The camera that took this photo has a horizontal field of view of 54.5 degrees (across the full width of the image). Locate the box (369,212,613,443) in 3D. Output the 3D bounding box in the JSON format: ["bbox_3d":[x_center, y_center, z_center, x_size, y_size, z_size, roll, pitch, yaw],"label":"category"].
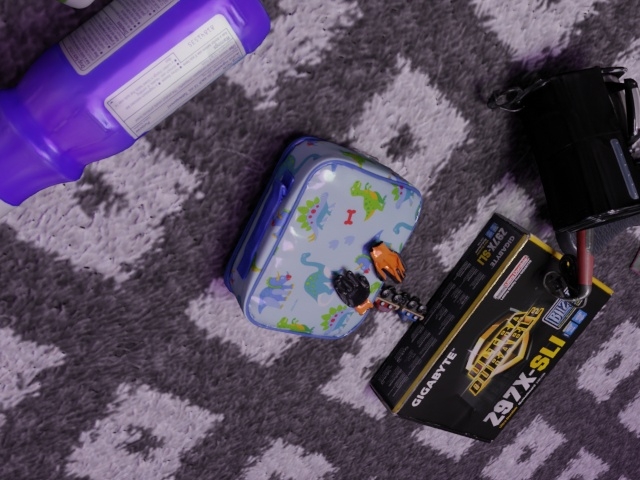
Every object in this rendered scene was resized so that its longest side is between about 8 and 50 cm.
[{"bbox_3d":[0.265,0.148,0.949,0.257,0.079,0.322,26,104,-38],"label":"box"}]

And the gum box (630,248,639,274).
[{"bbox_3d":[0.614,-0.008,1.047,0.107,0.062,0.188,3,116,-29],"label":"gum box"}]

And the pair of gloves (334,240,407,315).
[{"bbox_3d":[0.057,0.042,0.702,0.083,0.010,0.074,-39,130,3],"label":"pair of gloves"}]

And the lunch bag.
[{"bbox_3d":[0.000,0.000,0.709,0.176,0.090,0.219,14,111,-35],"label":"lunch bag"}]

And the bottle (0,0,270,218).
[{"bbox_3d":[-0.178,-0.129,0.518,0.283,0.118,0.092,-39,129,-3],"label":"bottle"}]

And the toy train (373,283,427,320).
[{"bbox_3d":[0.088,0.080,0.844,0.158,0.027,0.036,24,108,-36],"label":"toy train"}]

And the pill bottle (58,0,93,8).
[{"bbox_3d":[-0.246,-0.264,0.390,0.245,0.136,0.136,18,109,-34],"label":"pill bottle"}]

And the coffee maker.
[{"bbox_3d":[0.304,-0.102,0.750,0.171,0.178,0.120,-14,170,5],"label":"coffee maker"}]

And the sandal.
[{"bbox_3d":[0.432,-0.051,0.923,0.254,0.054,0.097,-21,93,-25],"label":"sandal"}]

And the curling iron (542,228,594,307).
[{"bbox_3d":[0.335,-0.048,0.822,0.035,0.068,0.274,5,89,-36],"label":"curling iron"}]
